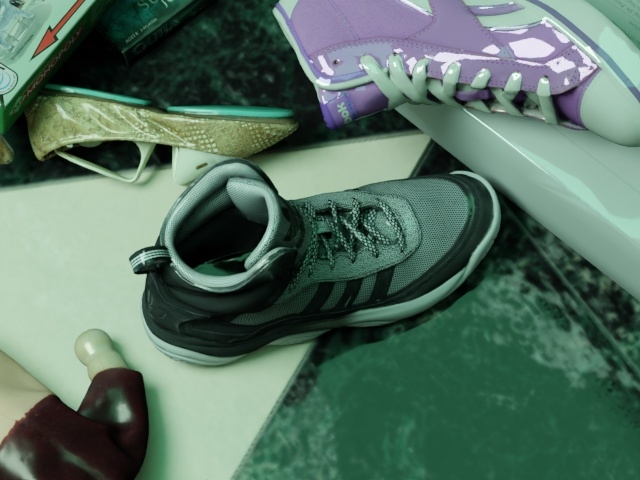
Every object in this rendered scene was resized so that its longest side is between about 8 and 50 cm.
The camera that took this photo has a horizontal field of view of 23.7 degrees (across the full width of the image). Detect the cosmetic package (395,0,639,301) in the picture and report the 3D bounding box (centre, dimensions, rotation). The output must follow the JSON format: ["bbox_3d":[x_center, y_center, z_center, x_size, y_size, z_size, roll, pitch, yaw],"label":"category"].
[{"bbox_3d":[0.249,-0.128,1.106,0.377,0.097,0.284,40,74,18],"label":"cosmetic package"}]

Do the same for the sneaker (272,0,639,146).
[{"bbox_3d":[0.089,-0.109,1.017,0.282,0.102,0.161,37,79,28],"label":"sneaker"}]

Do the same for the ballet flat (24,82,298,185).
[{"bbox_3d":[-0.120,-0.075,1.133,0.206,0.073,0.067,7,95,9],"label":"ballet flat"}]

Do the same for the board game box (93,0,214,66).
[{"bbox_3d":[-0.120,-0.238,1.213,0.186,0.026,0.126,-39,71,-13],"label":"board game box"}]

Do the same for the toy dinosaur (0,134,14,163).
[{"bbox_3d":[-0.288,-0.143,1.150,0.112,0.064,0.211,-32,59,-29],"label":"toy dinosaur"}]

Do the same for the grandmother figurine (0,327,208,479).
[{"bbox_3d":[-0.199,0.137,1.024,0.342,0.104,0.208,33,59,13],"label":"grandmother figurine"}]

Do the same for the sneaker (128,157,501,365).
[{"bbox_3d":[0.000,0.000,1.036,0.268,0.153,0.101,-19,68,-4],"label":"sneaker"}]

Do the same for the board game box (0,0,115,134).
[{"bbox_3d":[-0.231,-0.257,1.147,0.213,0.046,0.317,33,65,3],"label":"board game box"}]
